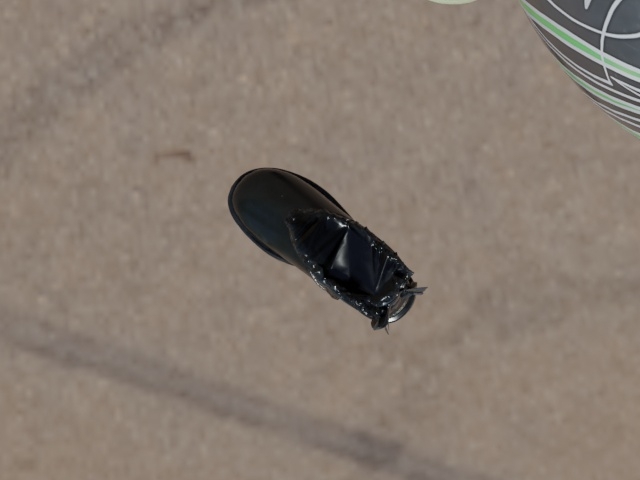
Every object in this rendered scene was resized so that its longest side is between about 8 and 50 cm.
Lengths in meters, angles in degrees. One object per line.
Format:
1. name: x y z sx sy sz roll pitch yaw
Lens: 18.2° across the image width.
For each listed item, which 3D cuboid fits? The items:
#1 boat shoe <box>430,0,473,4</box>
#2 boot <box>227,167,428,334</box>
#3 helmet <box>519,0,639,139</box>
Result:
1. boat shoe: 0.064 -0.227 0.943 0.080 0.224 0.073 1 179 -15
2. boot: -0.001 0.000 0.986 0.045 0.121 0.099 -52 170 0
3. helmet: 0.120 -0.084 0.434 0.161 0.169 0.169 -37 137 5
